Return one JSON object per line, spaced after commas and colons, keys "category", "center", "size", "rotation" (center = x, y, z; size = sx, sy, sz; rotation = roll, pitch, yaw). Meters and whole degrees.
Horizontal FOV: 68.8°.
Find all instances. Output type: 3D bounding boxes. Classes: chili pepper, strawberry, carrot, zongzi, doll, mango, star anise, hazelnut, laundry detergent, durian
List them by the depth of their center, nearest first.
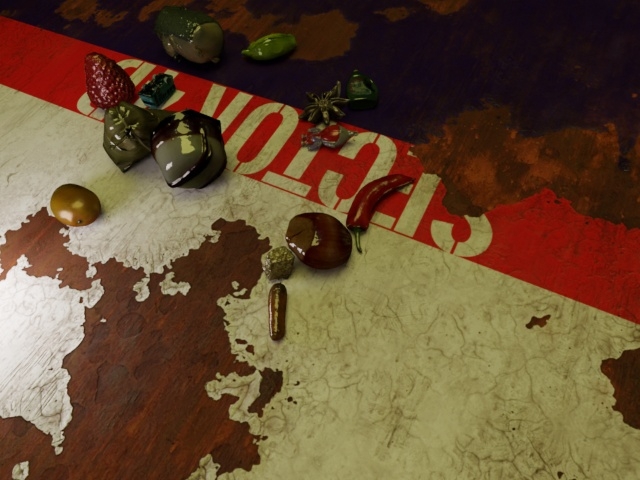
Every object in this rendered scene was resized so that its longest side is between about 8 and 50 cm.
{"category": "carrot", "center": [-0.135, 0.221, 1.445], "size": [0.060, 0.060, 0.186], "rotation": [-1, 62, 4]}
{"category": "hazelnut", "center": [-0.001, 0.002, 1.515], "size": [0.181, 0.181, 0.212], "rotation": [-32, 51, 17]}
{"category": "chili pepper", "center": [0.189, -0.134, 1.622], "size": [0.137, 0.092, 0.368], "rotation": [34, 69, 11]}
{"category": "mango", "center": [-0.897, -0.130, 1.696], "size": [0.221, 0.120, 0.151], "rotation": [24, 60, 26]}
{"category": "zongzi", "center": [-0.621, -0.446, 1.715], "size": [0.418, 0.447, 0.181], "rotation": [-36, 100, -23]}
{"category": "doll", "center": [0.035, -0.402, 1.806], "size": [0.227, 0.075, 0.102], "rotation": [-6, 72, 13]}
{"category": "star anise", "center": [0.024, -0.544, 1.888], "size": [0.231, 0.089, 0.209], "rotation": [-35, 63, -12]}
{"category": "laundry detergent", "center": [0.170, -0.637, 1.951], "size": [0.137, 0.063, 0.211], "rotation": [-4, 56, 0]}
{"category": "strawberry", "center": [-0.899, -0.679, 1.962], "size": [0.205, 0.244, 0.205], "rotation": [-2, 56, 3]}
{"category": "doll", "center": [-0.597, -0.918, 2.101], "size": [0.349, 0.247, 0.247], "rotation": [34, 67, 19]}
{"category": "durian", "center": [-0.230, -0.872, 2.113], "size": [0.250, 0.101, 0.139], "rotation": [-22, 24, -9]}

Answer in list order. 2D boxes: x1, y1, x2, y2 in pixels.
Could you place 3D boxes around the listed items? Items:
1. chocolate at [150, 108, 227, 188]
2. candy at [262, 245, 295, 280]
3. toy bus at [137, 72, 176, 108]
{"category": "chocolate", "center": [-0.456, -0.303, 1.687], "size": [0.283, 0.283, 0.186], "rotation": [-25, 65, -11]}
{"category": "candy", "center": [-0.135, 0.074, 1.513], "size": [0.095, 0.110, 0.085], "rotation": [-16, 56, -24]}
{"category": "toy bus", "center": [-0.701, -0.642, 2.011], "size": [0.079, 0.092, 0.160], "rotation": [17, 55, 17]}
